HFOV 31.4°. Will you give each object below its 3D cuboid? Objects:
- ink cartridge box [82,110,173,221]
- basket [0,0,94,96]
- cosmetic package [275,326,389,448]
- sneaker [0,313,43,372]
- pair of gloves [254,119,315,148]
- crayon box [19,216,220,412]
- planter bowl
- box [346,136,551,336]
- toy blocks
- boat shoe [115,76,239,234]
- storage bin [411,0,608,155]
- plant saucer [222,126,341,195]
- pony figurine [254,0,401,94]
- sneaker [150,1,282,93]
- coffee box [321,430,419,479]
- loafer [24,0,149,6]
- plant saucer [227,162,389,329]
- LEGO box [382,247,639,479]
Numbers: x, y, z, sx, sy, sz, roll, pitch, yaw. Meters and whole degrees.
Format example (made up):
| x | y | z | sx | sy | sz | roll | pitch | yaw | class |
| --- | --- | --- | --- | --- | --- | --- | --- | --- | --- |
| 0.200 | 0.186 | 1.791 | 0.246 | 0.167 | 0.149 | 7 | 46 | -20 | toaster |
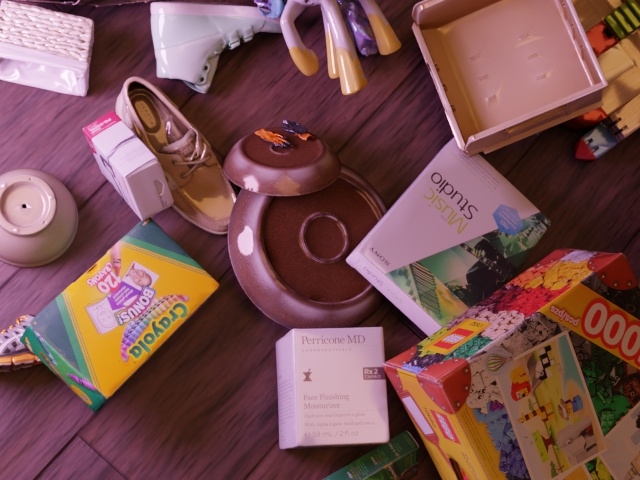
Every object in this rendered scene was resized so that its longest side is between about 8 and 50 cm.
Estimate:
| x | y | z | sx | sy | sz | roll | pitch | yaw | class |
| --- | --- | --- | --- | --- | --- | --- | --- | --- | --- |
| -0.307 | -0.119 | 1.824 | 0.063 | 0.109 | 0.150 | -32 | 51 | -16 | ink cartridge box |
| -0.456 | -0.316 | 1.868 | 0.167 | 0.113 | 0.103 | 10 | 75 | -9 | basket |
| 0.016 | 0.239 | 1.826 | 0.151 | 0.151 | 0.184 | -1 | 78 | -13 | cosmetic package |
| -0.468 | 0.159 | 1.786 | 0.214 | 0.084 | 0.083 | -9 | 80 | -24 | sneaker |
| -0.060 | -0.179 | 1.900 | 0.083 | 0.010 | 0.074 | -24 | 42 | -34 | pair of gloves |
| -0.311 | 0.113 | 1.783 | 0.165 | 0.081 | 0.278 | 44 | 55 | -1 | crayon box |
| -0.468 | -0.045 | 1.811 | 0.162 | 0.109 | 0.162 | 2 | 79 | -11 | planter bowl |
| 0.223 | 0.001 | 1.928 | 0.232 | 0.058 | 0.322 | 42 | 60 | -2 | box |
| 0.456 | -0.296 | 2.035 | 0.261 | 0.191 | 0.381 | -36 | 86 | -4 | toy blocks |
| -0.231 | -0.139 | 1.882 | 0.109 | 0.098 | 0.302 | -36 | 89 | -16 | boat shoe |
| 0.314 | -0.311 | 1.927 | 0.260 | 0.123 | 0.262 | -22 | 77 | 10 | storage bin |
| -0.064 | -0.139 | 1.884 | 0.198 | 0.036 | 0.199 | 1 | 33 | -1 | plant saucer |
| 0.012 | -0.459 | 1.904 | 0.351 | 0.302 | 0.364 | -52 | 124 | -52 | pony figurine |
| -0.171 | -0.330 | 1.953 | 0.255 | 0.094 | 0.151 | -4 | 105 | -27 | sneaker |
| 0.073 | 0.387 | 1.827 | 0.184 | 0.113 | 0.040 | -27 | 57 | -16 | coffee box |
| -0.373 | -0.433 | 1.875 | 0.365 | 0.134 | 0.130 | -8 | 38 | -12 | loafer |
| 0.000 | 0.000 | 1.898 | 0.310 | 0.050 | 0.311 | 6 | 74 | -23 | plant saucer |
| 0.387 | 0.317 | 1.794 | 0.372 | 0.193 | 0.500 | -32 | 103 | -17 | LEGO box |
